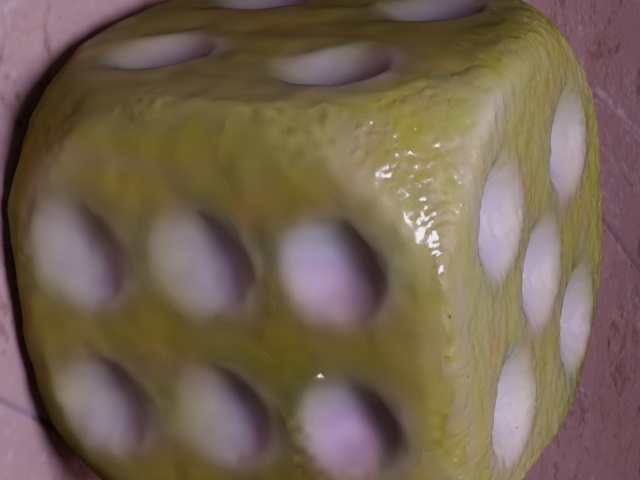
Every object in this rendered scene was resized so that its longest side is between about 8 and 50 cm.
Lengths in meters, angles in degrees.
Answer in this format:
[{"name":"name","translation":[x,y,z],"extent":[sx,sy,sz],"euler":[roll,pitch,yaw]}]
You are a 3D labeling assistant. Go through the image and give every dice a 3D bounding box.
[{"name":"dice","translation":[0.000,0.000,0.947],"extent":[0.233,0.238,0.226],"euler":[-44,132,-56]}]
